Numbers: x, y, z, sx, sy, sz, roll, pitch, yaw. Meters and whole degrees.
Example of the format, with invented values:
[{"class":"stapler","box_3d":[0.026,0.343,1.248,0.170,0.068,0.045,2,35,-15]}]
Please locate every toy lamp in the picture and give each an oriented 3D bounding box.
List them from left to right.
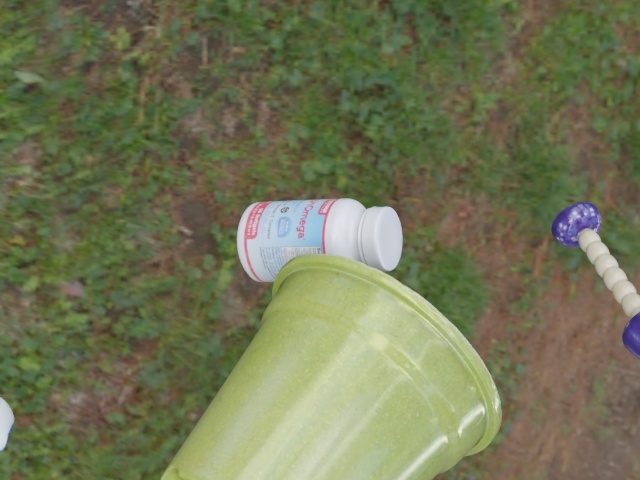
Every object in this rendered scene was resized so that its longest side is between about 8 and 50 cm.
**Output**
[{"class":"toy lamp","box_3d":[0.381,0.060,1.544,0.080,0.274,0.080,-12,134,-13]}]

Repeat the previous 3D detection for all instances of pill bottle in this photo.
[{"class":"pill bottle","box_3d":[0.000,0.000,1.279,0.087,0.160,0.087,7,82,-62]}]

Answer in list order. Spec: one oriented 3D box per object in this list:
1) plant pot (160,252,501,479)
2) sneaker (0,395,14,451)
[{"class":"plant pot","box_3d":[-0.007,0.197,1.176,0.254,0.276,0.276,-48,124,-30]},{"class":"sneaker","box_3d":[-0.348,0.197,0.879,0.131,0.112,0.296,43,99,-11]}]
